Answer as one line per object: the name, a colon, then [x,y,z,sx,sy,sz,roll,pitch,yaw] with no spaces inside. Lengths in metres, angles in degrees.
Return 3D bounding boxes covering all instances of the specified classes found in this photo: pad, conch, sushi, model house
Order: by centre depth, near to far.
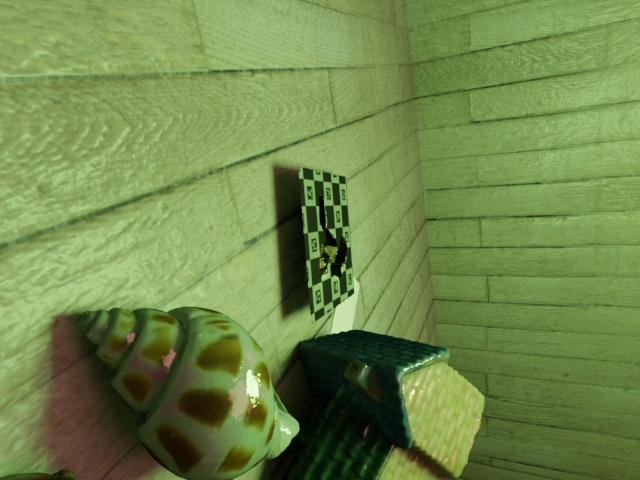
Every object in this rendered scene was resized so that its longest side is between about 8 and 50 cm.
conch: [-0.169,0.212,0.624,0.249,0.196,0.369,-123,-166,-66]
model house: [0.085,0.430,1.015,0.400,0.394,0.446,46,65,-34]
sushi: [0.000,0.000,1.125,0.343,0.064,0.360,-13,100,-68]
pad: [0.082,0.212,1.352,0.156,0.004,0.232,53,43,-50]

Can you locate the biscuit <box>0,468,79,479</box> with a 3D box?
biscuit: [-0.303,0.399,0.381,0.332,0.103,0.333,-12,90,-70]
